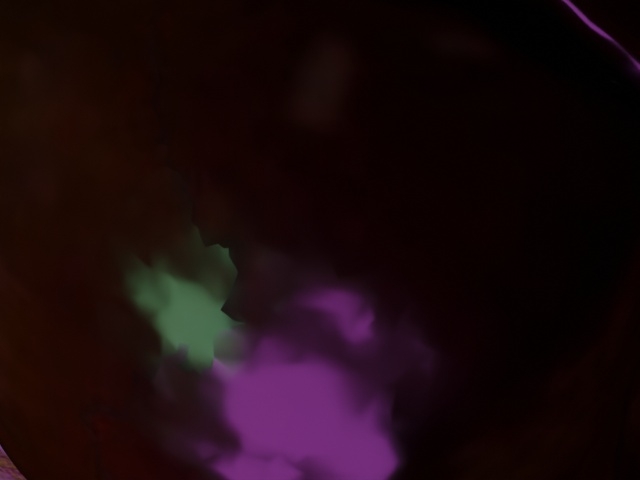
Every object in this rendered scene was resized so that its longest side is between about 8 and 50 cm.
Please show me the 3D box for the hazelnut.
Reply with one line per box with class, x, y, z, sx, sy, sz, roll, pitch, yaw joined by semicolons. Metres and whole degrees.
hazelnut;0.000;0.000;0.867;0.402;0.402;0.429;3;167;12
